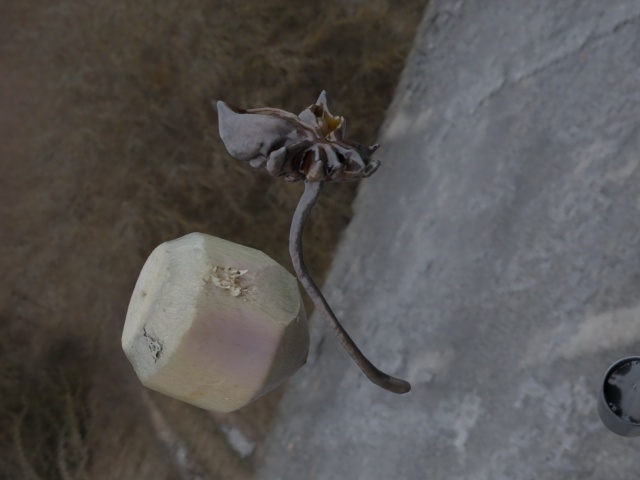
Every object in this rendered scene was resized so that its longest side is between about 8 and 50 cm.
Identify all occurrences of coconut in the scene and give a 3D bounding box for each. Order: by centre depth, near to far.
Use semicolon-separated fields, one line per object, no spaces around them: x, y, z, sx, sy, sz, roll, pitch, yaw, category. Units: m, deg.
-0.119;0.102;1.536;0.224;0.234;0.224;-165;90;-77;coconut

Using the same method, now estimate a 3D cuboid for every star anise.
0.000;0.000;1.084;0.148;0.218;0.227;-55;-20;-70;star anise

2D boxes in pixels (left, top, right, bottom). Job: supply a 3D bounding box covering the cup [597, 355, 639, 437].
0.346;0.183;1.352;0.078;0.100;0.077;-27;-22;-6;cup
